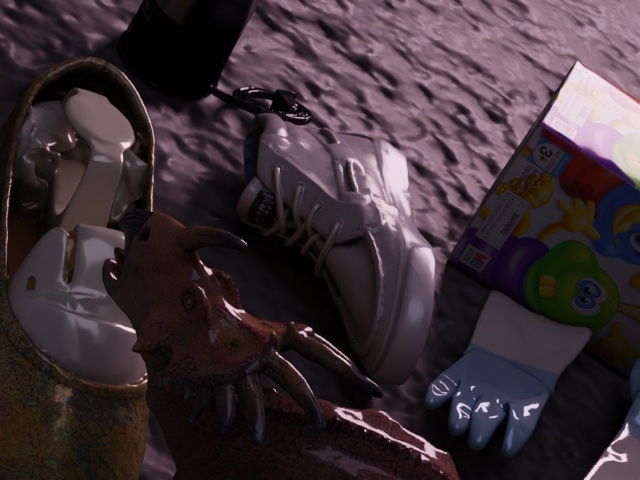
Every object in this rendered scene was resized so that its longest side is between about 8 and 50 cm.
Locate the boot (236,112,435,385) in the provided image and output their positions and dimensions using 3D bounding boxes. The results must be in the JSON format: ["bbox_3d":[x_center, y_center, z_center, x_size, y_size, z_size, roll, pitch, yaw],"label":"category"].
[{"bbox_3d":[0.000,0.000,1.217,0.123,0.095,0.258,15,27,-14],"label":"boot"}]

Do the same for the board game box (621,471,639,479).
[{"bbox_3d":[0.263,0.239,1.144,0.213,0.046,0.317,47,35,21],"label":"board game box"}]

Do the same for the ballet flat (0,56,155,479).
[{"bbox_3d":[-0.145,0.010,1.043,0.123,0.123,0.348,18,35,-21],"label":"ballet flat"}]

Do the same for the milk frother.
[{"bbox_3d":[-0.055,-0.164,1.334,0.143,0.134,0.129,7,41,-35],"label":"milk frother"}]

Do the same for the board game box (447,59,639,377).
[{"bbox_3d":[0.262,0.011,1.359,0.275,0.142,0.144,33,32,2],"label":"board game box"}]

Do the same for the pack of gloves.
[{"bbox_3d":[0.185,0.100,1.211,0.195,0.046,0.232,24,26,10],"label":"pack of gloves"}]

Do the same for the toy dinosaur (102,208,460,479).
[{"bbox_3d":[0.002,0.121,0.933,0.296,0.200,0.127,22,33,-20],"label":"toy dinosaur"}]
